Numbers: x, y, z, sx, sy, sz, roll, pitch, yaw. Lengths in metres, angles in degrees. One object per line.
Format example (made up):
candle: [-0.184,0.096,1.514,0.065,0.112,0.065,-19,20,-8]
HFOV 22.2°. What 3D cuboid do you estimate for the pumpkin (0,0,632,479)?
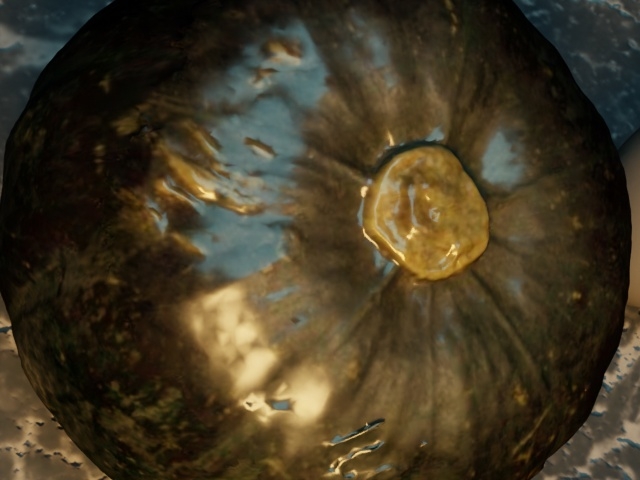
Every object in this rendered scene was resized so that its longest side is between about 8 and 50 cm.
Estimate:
pumpkin: [0.000,0.000,1.133,0.454,0.344,0.455,5,79,-28]

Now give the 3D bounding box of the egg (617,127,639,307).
egg: [0.319,-0.027,1.328,0.232,0.176,0.176,-31,79,-21]
